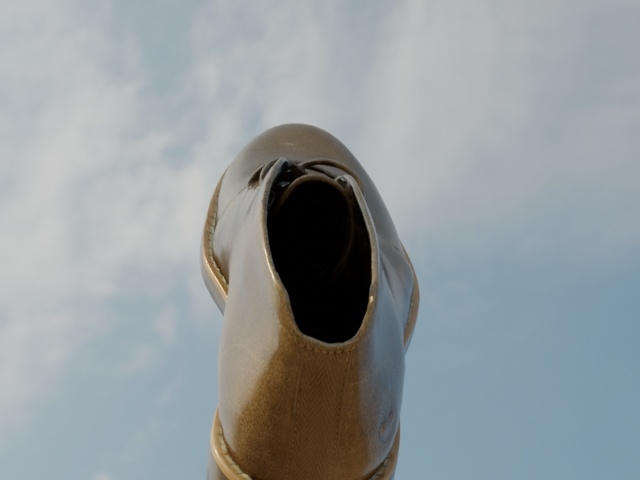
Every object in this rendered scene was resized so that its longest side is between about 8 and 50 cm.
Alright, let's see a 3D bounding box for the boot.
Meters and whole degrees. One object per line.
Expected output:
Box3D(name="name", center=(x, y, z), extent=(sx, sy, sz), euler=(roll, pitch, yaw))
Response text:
Box3D(name="boot", center=(0.000, 0.000, 0.678), extent=(0.112, 0.305, 0.115), euler=(4, -61, -5))
